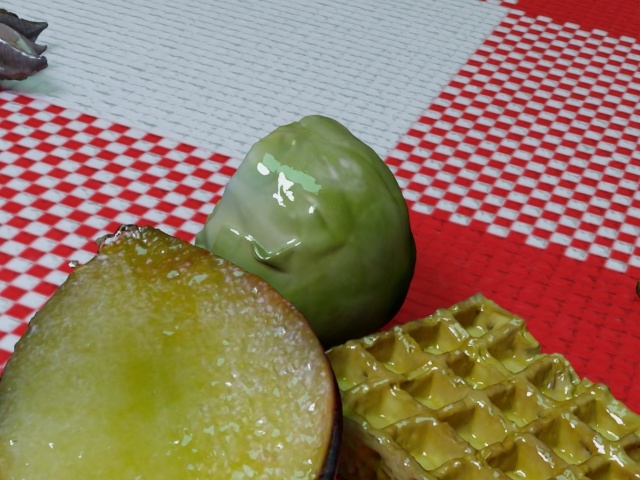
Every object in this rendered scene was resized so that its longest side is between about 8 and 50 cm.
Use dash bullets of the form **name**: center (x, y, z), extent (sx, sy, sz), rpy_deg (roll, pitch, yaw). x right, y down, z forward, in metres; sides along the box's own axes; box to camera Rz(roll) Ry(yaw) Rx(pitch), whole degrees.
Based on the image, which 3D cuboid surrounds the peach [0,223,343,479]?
- **peach**: center (-0.086, 0.097, 0.699), extent (0.189, 0.068, 0.279), rpy_deg (-10, 41, -5)

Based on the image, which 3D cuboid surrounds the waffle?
- **waffle**: center (0.107, 0.120, 0.721), extent (0.160, 0.055, 0.211), rpy_deg (-19, 39, -35)

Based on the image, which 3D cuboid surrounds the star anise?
- **star anise**: center (-0.316, -0.172, 1.107), extent (0.195, 0.065, 0.182), rpy_deg (18, 28, 24)

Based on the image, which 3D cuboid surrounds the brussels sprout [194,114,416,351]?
- **brussels sprout**: center (0.002, 0.005, 0.811), extent (0.122, 0.149, 0.151), rpy_deg (35, 78, 16)

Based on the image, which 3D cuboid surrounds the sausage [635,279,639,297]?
- **sausage**: center (0.248, 0.057, 0.895), extent (0.015, 0.015, 0.100), rpy_deg (-4, 32, -18)
